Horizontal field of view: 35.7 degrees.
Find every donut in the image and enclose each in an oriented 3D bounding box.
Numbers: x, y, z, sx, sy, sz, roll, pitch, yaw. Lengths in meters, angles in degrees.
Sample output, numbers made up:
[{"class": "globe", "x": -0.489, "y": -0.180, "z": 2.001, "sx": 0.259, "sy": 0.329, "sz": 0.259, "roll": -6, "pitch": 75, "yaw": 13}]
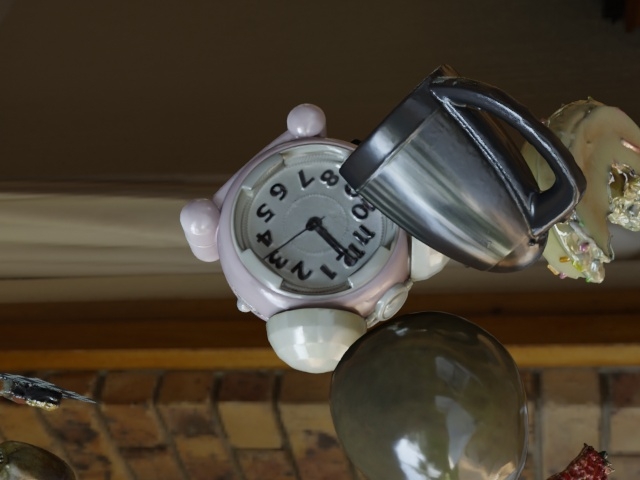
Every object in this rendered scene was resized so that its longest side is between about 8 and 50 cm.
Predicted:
[{"class": "donut", "x": 0.496, "y": -0.105, "z": 1.848, "sx": 0.371, "sy": 0.150, "sz": 0.307, "roll": -31, "pitch": -84, "yaw": -41}]

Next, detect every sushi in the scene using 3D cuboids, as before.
[{"class": "sushi", "x": -0.428, "y": 0.225, "z": 1.447, "sx": 0.139, "sy": 0.201, "sz": 0.031, "roll": 36, "pitch": -118, "yaw": -48}]

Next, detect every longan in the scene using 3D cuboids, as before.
[{"class": "longan", "x": 0.129, "y": 0.196, "z": 1.129, "sx": 0.215, "sy": 0.246, "sz": 0.246, "roll": 120, "pitch": 162, "yaw": -49}]

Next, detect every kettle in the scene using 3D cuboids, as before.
[{"class": "kettle", "x": 0.201, "y": -0.082, "z": 1.298, "sx": 0.271, "sy": 0.251, "sz": 0.207, "roll": 46, "pitch": -158, "yaw": 1}]

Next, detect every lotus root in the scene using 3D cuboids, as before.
[{"class": "lotus root", "x": -0.556, "y": 0.470, "z": 1.926, "sx": 0.241, "sy": 0.123, "sz": 0.124, "roll": 51, "pitch": -135, "yaw": -48}]

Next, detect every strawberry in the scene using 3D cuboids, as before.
[{"class": "strawberry", "x": 0.387, "y": 0.384, "z": 1.522, "sx": 0.085, "sy": 0.140, "sz": 0.192, "roll": 49, "pitch": -168, "yaw": 15}]

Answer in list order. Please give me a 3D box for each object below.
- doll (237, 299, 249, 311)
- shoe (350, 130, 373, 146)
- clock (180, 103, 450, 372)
[{"class": "doll", "x": -0.107, "y": 0.076, "z": 1.757, "sx": 0.106, "sy": 0.062, "sz": 0.162, "roll": -50, "pitch": 8, "yaw": 10}, {"class": "shoe", "x": 0.088, "y": -0.207, "z": 2.176, "sx": 0.049, "sy": 0.179, "sz": 0.071, "roll": 34, "pitch": -159, "yaw": -28}, {"class": "clock", "x": 0.000, "y": 0.000, "z": 1.495, "sx": 0.342, "sy": 0.326, "sz": 0.184, "roll": -46, "pitch": -22, "yaw": -10}]
